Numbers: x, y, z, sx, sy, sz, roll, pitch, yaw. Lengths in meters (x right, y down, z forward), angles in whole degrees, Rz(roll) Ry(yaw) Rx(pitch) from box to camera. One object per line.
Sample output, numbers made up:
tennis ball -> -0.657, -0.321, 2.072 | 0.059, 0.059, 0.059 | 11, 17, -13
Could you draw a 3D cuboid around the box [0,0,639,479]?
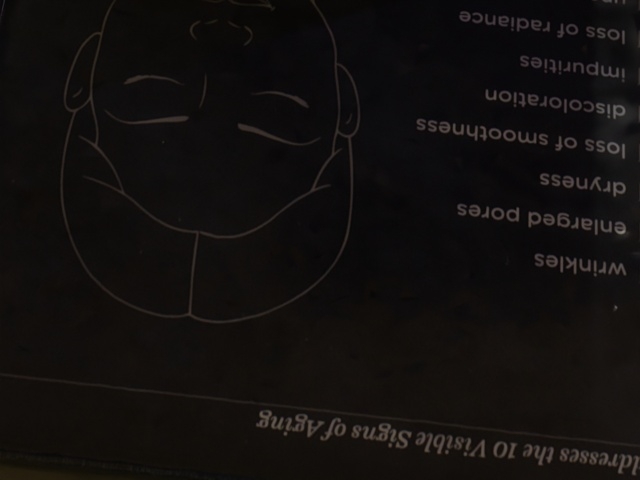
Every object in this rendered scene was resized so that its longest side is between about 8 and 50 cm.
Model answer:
box -> 0.000, 0.000, 1.263 | 0.480, 0.471, 0.297 | 7, -28, -4
